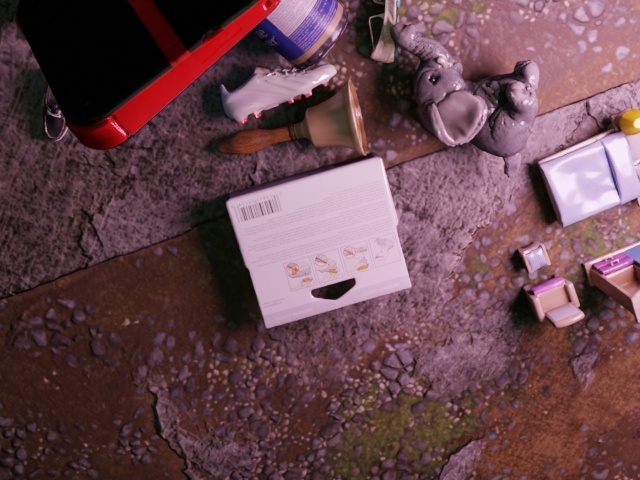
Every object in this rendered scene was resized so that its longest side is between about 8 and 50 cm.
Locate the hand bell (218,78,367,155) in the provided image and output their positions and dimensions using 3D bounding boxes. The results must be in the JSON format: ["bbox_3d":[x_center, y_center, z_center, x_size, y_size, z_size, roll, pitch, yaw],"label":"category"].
[{"bbox_3d":[-0.054,-0.179,1.320,0.241,0.126,0.126,-10,106,10],"label":"hand bell"}]

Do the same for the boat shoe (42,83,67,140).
[{"bbox_3d":[-0.429,-0.222,1.298,0.046,0.038,0.125,16,103,-9],"label":"boat shoe"}]

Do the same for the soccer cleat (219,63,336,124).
[{"bbox_3d":[-0.071,-0.257,1.306,0.196,0.068,0.076,-22,102,4],"label":"soccer cleat"}]

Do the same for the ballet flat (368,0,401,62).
[{"bbox_3d":[0.106,-0.374,1.294,0.052,0.057,0.168,5,104,4],"label":"ballet flat"}]

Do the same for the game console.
[{"bbox_3d":[-0.262,-0.335,1.140,0.342,0.387,0.060,-37,144,2],"label":"game console"}]

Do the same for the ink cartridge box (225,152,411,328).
[{"bbox_3d":[0.000,0.000,1.382,0.275,0.060,0.239,-16,106,-1],"label":"ink cartridge box"}]

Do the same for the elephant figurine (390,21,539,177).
[{"bbox_3d":[0.222,-0.229,1.303,0.239,0.169,0.186,4,68,0],"label":"elephant figurine"}]

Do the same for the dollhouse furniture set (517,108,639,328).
[{"bbox_3d":[0.468,-0.034,1.340,0.286,0.198,0.304,-22,105,1],"label":"dollhouse furniture set"}]

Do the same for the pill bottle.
[{"bbox_3d":[-0.073,-0.375,1.222,0.219,0.123,0.123,37,99,-25],"label":"pill bottle"}]
